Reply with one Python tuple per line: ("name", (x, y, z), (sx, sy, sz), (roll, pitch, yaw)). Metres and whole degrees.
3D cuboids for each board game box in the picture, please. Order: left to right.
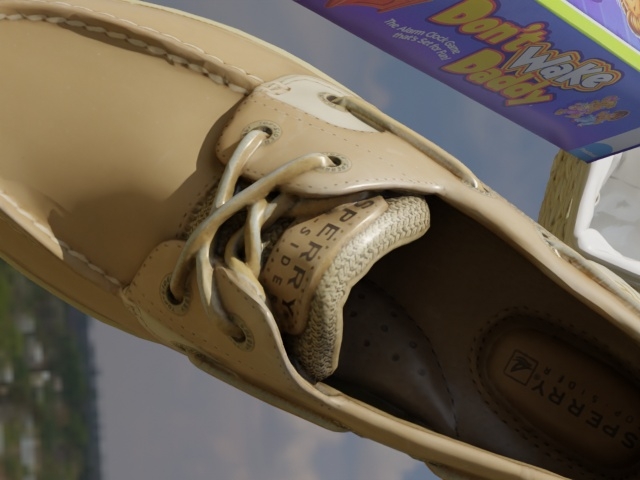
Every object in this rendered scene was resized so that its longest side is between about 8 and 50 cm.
("board game box", (0.071, -0.193, 0.941), (0.347, 0.078, 0.233), (19, 56, -56))

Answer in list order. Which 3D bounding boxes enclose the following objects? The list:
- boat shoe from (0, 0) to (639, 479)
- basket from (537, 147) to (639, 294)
("boat shoe", (0.000, 0.000, 0.686), (0.110, 0.341, 0.122), (85, 30, -87))
("basket", (0.225, -0.005, 1.230), (0.103, 0.167, 0.113), (142, -33, -68))
